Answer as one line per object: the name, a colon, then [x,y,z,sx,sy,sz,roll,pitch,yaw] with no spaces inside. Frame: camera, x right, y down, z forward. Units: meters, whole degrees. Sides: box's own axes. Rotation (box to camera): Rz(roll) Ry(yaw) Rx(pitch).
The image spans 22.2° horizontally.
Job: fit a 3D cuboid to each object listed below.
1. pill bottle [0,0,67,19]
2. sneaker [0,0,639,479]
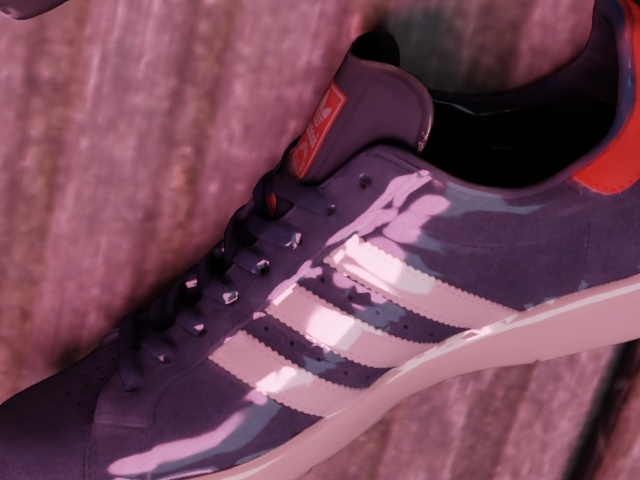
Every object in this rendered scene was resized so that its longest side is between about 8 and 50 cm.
pill bottle: [-0.030,-0.184,0.549,0.245,0.130,0.130,-27,124,8]
sneaker: [0.000,0.000,0.692,0.350,0.131,0.148,-24,118,0]
